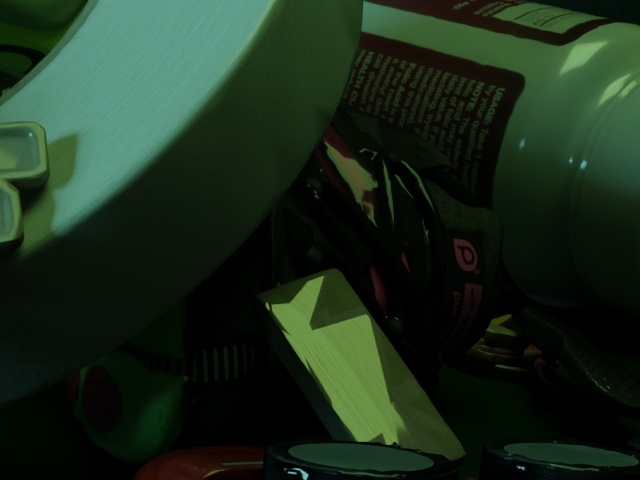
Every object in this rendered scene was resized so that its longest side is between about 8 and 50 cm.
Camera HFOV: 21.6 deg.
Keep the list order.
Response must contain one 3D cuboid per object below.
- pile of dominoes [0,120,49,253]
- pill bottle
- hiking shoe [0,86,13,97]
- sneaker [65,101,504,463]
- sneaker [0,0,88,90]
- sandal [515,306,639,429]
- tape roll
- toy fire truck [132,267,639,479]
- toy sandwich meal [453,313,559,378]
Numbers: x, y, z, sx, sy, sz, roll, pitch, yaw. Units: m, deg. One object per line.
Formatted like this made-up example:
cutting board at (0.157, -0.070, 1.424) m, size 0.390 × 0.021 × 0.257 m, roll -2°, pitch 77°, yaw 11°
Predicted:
pile of dominoes at (-0.216, 0.042, 0.589) m, size 0.196 × 0.040 × 0.251 m, roll 11°, pitch 53°, yaw 1°
pill bottle at (0.158, -0.076, 1.326) m, size 0.224 × 0.224 × 0.392 m, roll 0°, pitch 16°, yaw -43°
hiking shoe at (-0.206, -0.056, 1.162) m, size 0.086 × 0.114 × 0.227 m, roll 18°, pitch 14°, yaw 32°
sneaker at (0.000, 0.000, 0.924) m, size 0.202 × 0.185 × 0.483 m, roll 15°, pitch 15°, yaw 9°
sneaker at (-0.310, -0.092, 1.006) m, size 0.384 × 0.147 × 0.145 m, roll -21°, pitch -4°, yaw 11°
sandal at (0.154, 0.083, 1.000) m, size 0.067 × 0.040 × 0.179 m, roll 29°, pitch 5°, yaw -12°
tape roll at (-0.172, -0.081, 0.783) m, size 0.392 × 0.392 × 0.072 m, roll 20°, pitch -28°, yaw 39°
toy fire truck at (0.018, 0.096, 0.598) m, size 0.217 × 0.159 × 0.246 m, roll 3°, pitch 2°, yaw -32°
toy sandwich meal at (0.116, 0.065, 1.083) m, size 0.085 × 0.029 × 0.085 m, roll 10°, pitch 11°, yaw -2°
